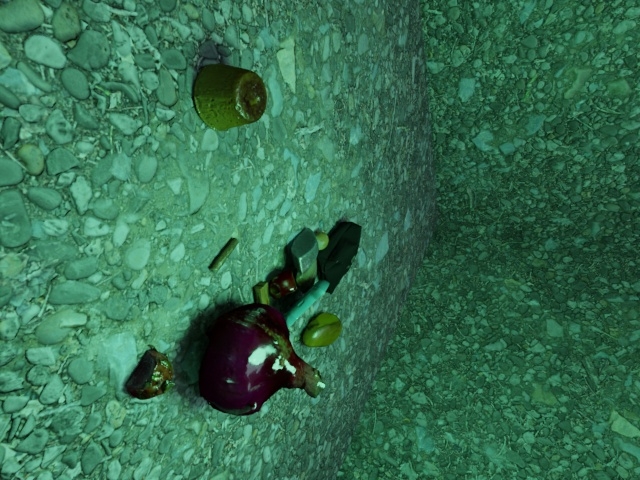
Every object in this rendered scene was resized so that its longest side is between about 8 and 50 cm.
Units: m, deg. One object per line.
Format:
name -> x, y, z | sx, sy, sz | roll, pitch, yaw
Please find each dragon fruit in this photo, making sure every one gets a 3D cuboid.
dragon fruit -> -0.477, 0.393, 1.162 | 0.147, 0.096, 0.102 | -64, 145, -29

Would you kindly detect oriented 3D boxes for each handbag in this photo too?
handbag -> 0.097, 0.102, 2.051 | 0.342, 0.152, 0.287 | -51, 153, -39

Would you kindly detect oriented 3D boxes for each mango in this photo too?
mango -> 0.006, 0.459, 2.019 | 0.262, 0.130, 0.167 | 0, 105, -55

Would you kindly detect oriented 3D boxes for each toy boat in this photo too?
toy boat -> -0.058, 0.112, 1.753 | 0.276, 0.111, 0.293 | -64, 150, -71

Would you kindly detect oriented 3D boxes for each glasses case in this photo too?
glasses case -> -0.233, 0.251, 1.605 | 0.064, 0.041, 0.169 | -50, 141, -59

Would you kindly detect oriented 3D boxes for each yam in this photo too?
yam -> -0.328, 0.049, 1.374 | 0.145, 0.032, 0.032 | -60, 146, -33

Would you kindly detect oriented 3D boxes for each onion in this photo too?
onion -> -0.180, 0.408, 1.362 | 0.398, 0.421, 0.397 | 4, 90, -71

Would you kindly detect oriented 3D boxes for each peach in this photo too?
peach -> -0.146, 0.174, 1.651 | 0.092, 0.127, 0.172 | 63, 23, -3

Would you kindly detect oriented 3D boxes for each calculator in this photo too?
calculator -> -0.062, 0.262, 1.705 | 0.256, 0.054, 0.386 | -45, 174, -1

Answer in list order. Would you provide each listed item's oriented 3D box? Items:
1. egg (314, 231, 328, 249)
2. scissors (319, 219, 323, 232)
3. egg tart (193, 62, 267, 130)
egg -> 0.000, 0.000, 1.891 | 0.096, 0.080, 0.080 | -45, 137, -56
scissors -> 0.007, -0.060, 1.956 | 0.036, 0.006, 0.083 | -49, 140, -44
egg tart -> -0.259, -0.426, 1.207 | 0.203, 0.147, 0.202 | -35, 132, -52
